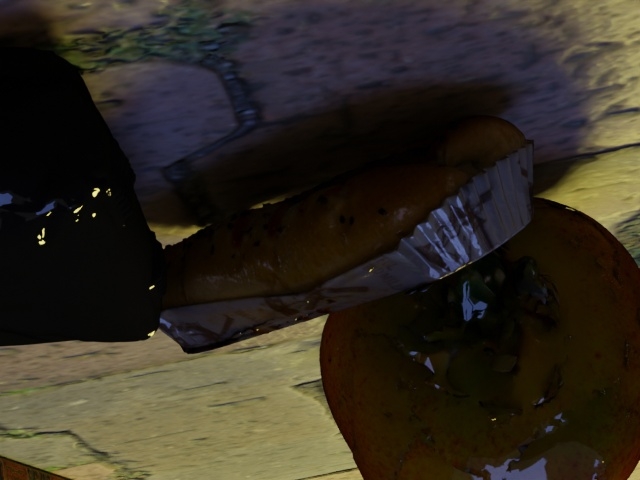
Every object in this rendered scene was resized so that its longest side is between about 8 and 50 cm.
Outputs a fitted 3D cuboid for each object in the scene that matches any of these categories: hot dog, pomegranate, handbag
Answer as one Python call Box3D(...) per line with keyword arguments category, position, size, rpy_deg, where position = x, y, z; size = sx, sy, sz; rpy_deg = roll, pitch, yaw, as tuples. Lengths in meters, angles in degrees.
Box3D(category="hot dog", position=(0.000, 0.000, 1.026), size=(0.253, 0.069, 0.131), rpy_deg=(-20, -170, 35))
Box3D(category="pomegranate", position=(0.098, 0.070, 1.127), size=(0.210, 0.210, 0.235), rpy_deg=(-12, 156, 7))
Box3D(category="handbag", position=(-0.201, -0.004, 0.908), size=(0.244, 0.088, 0.275), rpy_deg=(-8, 166, 0))

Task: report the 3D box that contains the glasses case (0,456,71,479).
Box3D(category="glasses case", position=(-0.264, 0.233, 1.692), size=(0.075, 0.049, 0.218), rpy_deg=(-14, 163, 12))
